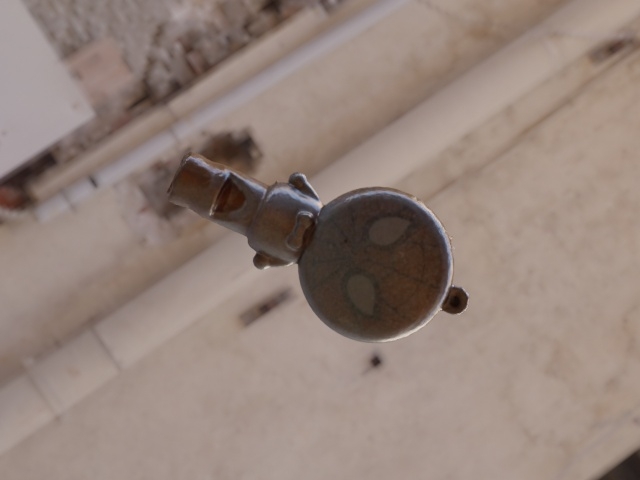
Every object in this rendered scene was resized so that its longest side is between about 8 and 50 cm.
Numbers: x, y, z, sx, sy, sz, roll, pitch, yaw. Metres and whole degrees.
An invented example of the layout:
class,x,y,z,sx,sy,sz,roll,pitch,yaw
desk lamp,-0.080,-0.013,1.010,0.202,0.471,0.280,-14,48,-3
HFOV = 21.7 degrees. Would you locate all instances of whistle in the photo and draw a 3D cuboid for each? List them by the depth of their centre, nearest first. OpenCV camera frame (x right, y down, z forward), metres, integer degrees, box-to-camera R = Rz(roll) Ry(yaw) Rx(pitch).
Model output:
class,x,y,z,sx,sy,sz,roll,pitch,yaw
whistle,0.000,0.000,1.143,0.220,0.107,0.057,23,2,2
